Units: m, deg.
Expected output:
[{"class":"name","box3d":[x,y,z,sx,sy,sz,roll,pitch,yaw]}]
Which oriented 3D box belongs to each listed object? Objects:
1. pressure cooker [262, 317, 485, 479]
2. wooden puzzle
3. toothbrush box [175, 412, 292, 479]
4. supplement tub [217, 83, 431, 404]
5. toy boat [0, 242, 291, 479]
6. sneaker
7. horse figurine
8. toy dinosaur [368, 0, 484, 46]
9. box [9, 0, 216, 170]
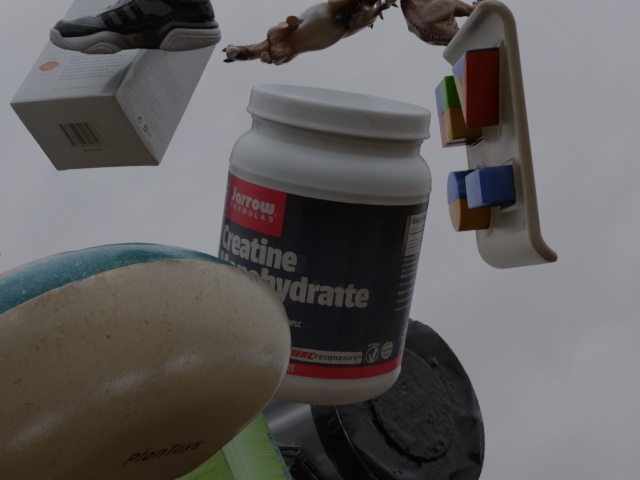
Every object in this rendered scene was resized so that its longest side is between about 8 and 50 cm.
[{"class":"pressure cooker","box3d":[0.013,0.339,1.731,0.376,0.369,0.420,20,-38,-36]},{"class":"wooden puzzle","box3d":[0.225,-0.129,1.478,0.081,0.347,0.322,-11,-3,-4]},{"class":"toothbrush box","box3d":[-0.100,0.294,1.120,0.122,0.283,0.206,-29,-17,7]},{"class":"supplement tub","box3d":[0.000,0.000,0.994,0.191,0.272,0.191,8,12,-2]},{"class":"toy boat","box3d":[-0.181,0.104,0.614,0.318,0.148,0.267,-41,-20,14]},{"class":"sneaker","box3d":[-0.287,-0.367,1.616,0.269,0.153,0.101,0,15,7]},{"class":"horse figurine","box3d":[0.002,-0.280,1.341,0.263,0.066,0.174,-28,7,-3]},{"class":"toy dinosaur","box3d":[0.192,-0.425,1.972,0.200,0.295,0.127,-3,-56,-36]},{"class":"box","box3d":[-0.347,-0.304,1.839,0.215,0.345,0.168,-1,-40,25]}]
